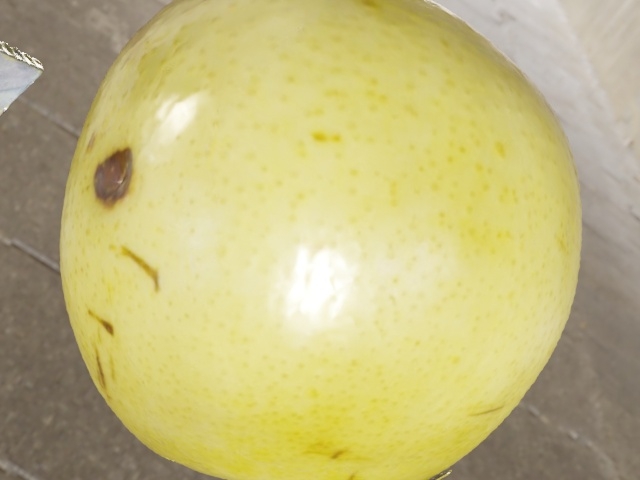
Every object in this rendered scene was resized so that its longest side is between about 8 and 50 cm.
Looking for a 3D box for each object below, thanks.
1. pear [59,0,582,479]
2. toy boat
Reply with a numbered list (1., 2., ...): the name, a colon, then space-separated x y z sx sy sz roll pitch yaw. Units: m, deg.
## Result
1. pear: 0.000 0.000 0.852 0.348 0.348 0.348 31 23 -15
2. toy boat: -0.263 -0.102 0.981 0.016 0.115 0.063 59 17 25
